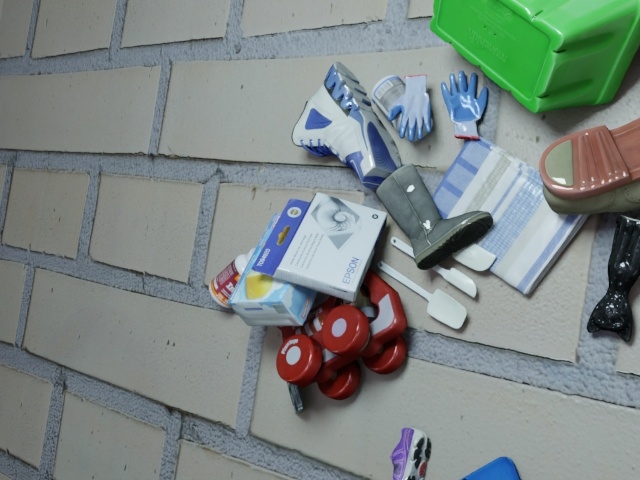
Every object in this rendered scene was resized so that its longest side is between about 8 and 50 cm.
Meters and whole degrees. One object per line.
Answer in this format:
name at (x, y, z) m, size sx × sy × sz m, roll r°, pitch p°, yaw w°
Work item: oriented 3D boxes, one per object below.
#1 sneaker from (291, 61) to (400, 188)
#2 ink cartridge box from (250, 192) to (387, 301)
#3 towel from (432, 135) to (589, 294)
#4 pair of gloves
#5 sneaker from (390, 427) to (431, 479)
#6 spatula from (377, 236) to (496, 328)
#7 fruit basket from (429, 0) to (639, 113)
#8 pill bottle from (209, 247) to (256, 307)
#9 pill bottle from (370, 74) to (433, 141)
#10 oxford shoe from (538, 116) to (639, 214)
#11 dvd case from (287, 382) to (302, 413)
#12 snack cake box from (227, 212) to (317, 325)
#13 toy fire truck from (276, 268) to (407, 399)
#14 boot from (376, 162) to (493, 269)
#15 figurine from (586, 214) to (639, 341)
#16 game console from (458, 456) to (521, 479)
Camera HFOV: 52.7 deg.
sneaker at (0.044, -0.222, 1.429) m, size 0.182 × 0.127 × 0.316 m, roll -38°, pitch 57°, yaw 29°
ink cartridge box at (0.000, 0.000, 1.317) m, size 0.223 × 0.045 × 0.223 m, roll 15°, pitch 52°, yaw 12°
towel at (0.347, -0.055, 1.239) m, size 0.285 × 0.034 × 0.209 m, roll 41°, pitch 109°, yaw 34°
pair of gloves at (0.235, -0.270, 1.295) m, size 0.198 × 0.023 × 0.159 m, roll 2°, pitch 68°, yaw 7°
sneaker at (0.168, 0.456, 1.284) m, size 0.071 × 0.068 × 0.170 m, roll 11°, pitch 81°, yaw 50°
spatula at (0.219, 0.050, 1.303) m, size 0.242 × 0.019 × 0.168 m, roll 33°, pitch 111°, yaw 37°
fruit basket at (0.433, -0.448, 1.144) m, size 0.391 × 0.283 × 0.392 m, roll 0°, pitch 55°, yaw 0°
pill bottle at (-0.192, 0.088, 1.560) m, size 0.152 × 0.086 × 0.086 m, roll -42°, pitch 62°, yaw 23°
pill bottle at (0.173, -0.278, 1.363) m, size 0.078 × 0.078 × 0.137 m, roll -45°, pitch 62°, yaw 21°
oxford shoe at (0.561, -0.131, 1.051) m, size 0.396 × 0.146 × 0.141 m, roll -9°, pitch 62°, yaw 15°
dvd case at (-0.064, 0.324, 1.447) m, size 0.013 × 0.087 × 0.120 m, roll -12°, pitch 70°, yaw -11°
snack cake box at (-0.070, 0.056, 1.398) m, size 0.152 × 0.089 × 0.264 m, roll -7°, pitch 44°, yaw 35°
toy fire truck at (0.032, 0.172, 1.361) m, size 0.302 × 0.169 × 0.254 m, roll -35°, pitch 46°, yaw 25°
boot at (0.220, -0.069, 1.282) m, size 0.189 × 0.076 × 0.209 m, roll -32°, pitch 52°, yaw 20°
figurine at (0.562, 0.087, 1.046) m, size 0.214 × 0.092 × 0.210 m, roll 21°, pitch 103°, yaw 34°
game console at (0.308, 0.592, 1.178) m, size 0.293 × 0.173 × 0.250 m, roll -40°, pitch 94°, yaw 24°
